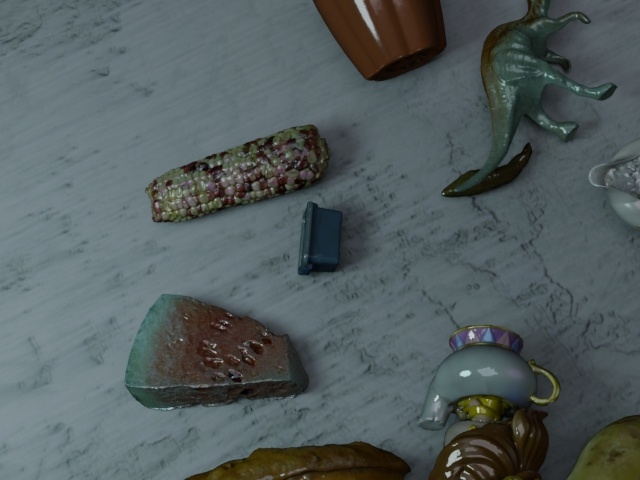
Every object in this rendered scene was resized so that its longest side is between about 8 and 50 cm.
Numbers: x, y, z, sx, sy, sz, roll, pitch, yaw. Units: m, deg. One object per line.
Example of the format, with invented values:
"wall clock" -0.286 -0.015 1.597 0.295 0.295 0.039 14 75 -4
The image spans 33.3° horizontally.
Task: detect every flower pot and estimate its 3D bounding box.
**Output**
"flower pot" 0.093 -0.336 1.578 0.191 0.190 0.173 -21 84 -2

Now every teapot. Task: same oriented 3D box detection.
"teapot" 0.485 -0.078 1.502 0.226 0.092 0.145 -5 75 2

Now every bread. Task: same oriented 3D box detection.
"bread" -0.045 0.362 1.362 0.340 0.179 0.194 -10 73 2

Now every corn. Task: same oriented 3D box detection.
"corn" -0.121 -0.096 1.559 0.280 0.092 0.092 -16 72 1

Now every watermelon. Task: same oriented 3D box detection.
"watermelon" -0.135 0.166 1.490 0.241 0.094 0.154 8 63 6

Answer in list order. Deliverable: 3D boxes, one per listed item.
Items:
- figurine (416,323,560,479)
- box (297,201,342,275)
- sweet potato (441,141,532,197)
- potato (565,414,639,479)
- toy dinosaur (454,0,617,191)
"figurine" 0.215 0.246 1.379 0.189 0.142 0.263 -11 53 23
"box" 0.000 0.000 1.532 0.054 0.074 0.099 7 73 -7
"sweet potato" 0.247 -0.094 1.556 0.153 0.038 0.041 -26 88 -5
"potato" 0.416 0.327 1.317 0.285 0.242 0.242 27 76 -4
"toy dinosaur" 0.303 -0.213 1.561 0.205 0.092 0.393 34 80 14
